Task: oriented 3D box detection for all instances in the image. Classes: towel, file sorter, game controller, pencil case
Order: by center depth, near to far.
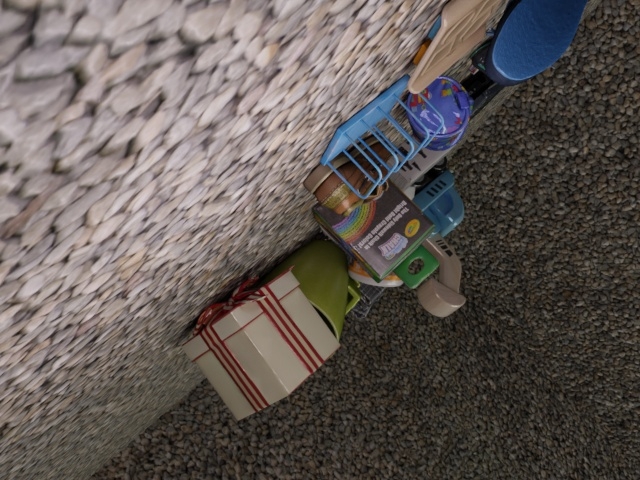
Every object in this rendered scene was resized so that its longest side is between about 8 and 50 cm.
[{"bbox_3d":[0.105,-0.168,1.214,0.170,0.104,0.118,-41,175,-24],"label":"file sorter"},{"bbox_3d":[0.246,-0.254,1.489,0.133,0.119,0.306,-20,179,10],"label":"pencil case"},{"bbox_3d":[0.416,-0.402,1.914,0.319,0.067,0.166,-41,175,-13],"label":"game controller"},{"bbox_3d":[0.100,0.126,2.593,0.121,0.284,0.235,-46,175,18],"label":"towel"}]

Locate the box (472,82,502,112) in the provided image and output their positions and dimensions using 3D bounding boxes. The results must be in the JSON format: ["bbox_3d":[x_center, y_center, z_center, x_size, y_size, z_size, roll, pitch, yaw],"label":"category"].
[{"bbox_3d":[0.439,-0.395,2.184,0.183,0.059,0.233,-38,174,-46],"label":"box"}]

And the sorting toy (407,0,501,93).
[{"bbox_3d":[0.218,-0.336,1.120,0.193,0.038,0.208,-42,170,-18],"label":"sorting toy"}]

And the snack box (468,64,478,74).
[{"bbox_3d":[0.423,-0.458,1.746,0.178,0.022,0.064,-40,173,-33],"label":"snack box"}]

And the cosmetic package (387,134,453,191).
[{"bbox_3d":[0.260,-0.228,1.960,0.239,0.099,0.060,-40,175,-38],"label":"cosmetic package"}]

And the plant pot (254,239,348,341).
[{"bbox_3d":[-0.033,0.138,2.014,0.275,0.275,0.293,-48,-171,45],"label":"plant pot"}]

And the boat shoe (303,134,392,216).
[{"bbox_3d":[0.074,-0.116,1.395,0.111,0.104,0.307,-47,174,34],"label":"boat shoe"}]

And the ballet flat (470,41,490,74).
[{"bbox_3d":[0.414,-0.432,1.632,0.203,0.074,0.074,-41,174,-28],"label":"ballet flat"}]

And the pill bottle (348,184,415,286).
[{"bbox_3d":[0.173,-0.023,2.007,0.162,0.162,0.278,-27,126,-73],"label":"pill bottle"}]

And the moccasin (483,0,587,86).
[{"bbox_3d":[0.391,-0.391,1.298,0.342,0.138,0.117,-50,-169,-20],"label":"moccasin"}]

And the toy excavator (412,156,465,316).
[{"bbox_3d":[0.350,-0.031,2.304,0.433,0.445,0.222,-39,173,-43],"label":"toy excavator"}]

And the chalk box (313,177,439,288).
[{"bbox_3d":[0.145,-0.018,1.701,0.180,0.289,0.179,-43,175,-3],"label":"chalk box"}]

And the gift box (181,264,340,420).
[{"bbox_3d":[-0.128,0.219,1.700,0.276,0.258,0.255,-37,179,37],"label":"gift box"}]

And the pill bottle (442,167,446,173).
[{"bbox_3d":[0.356,-0.214,2.677,0.219,0.123,0.123,-47,174,31],"label":"pill bottle"}]

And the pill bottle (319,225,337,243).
[{"bbox_3d":[0.076,-0.073,1.868,0.160,0.087,0.087,-42,175,-6],"label":"pill bottle"}]

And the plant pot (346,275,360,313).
[{"bbox_3d":[-0.010,0.157,2.389,0.227,0.228,0.207,-45,-178,15],"label":"plant pot"}]

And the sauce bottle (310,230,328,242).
[{"bbox_3d":[0.000,0.000,2.135,0.042,0.042,0.128,-40,175,-32],"label":"sauce bottle"}]
